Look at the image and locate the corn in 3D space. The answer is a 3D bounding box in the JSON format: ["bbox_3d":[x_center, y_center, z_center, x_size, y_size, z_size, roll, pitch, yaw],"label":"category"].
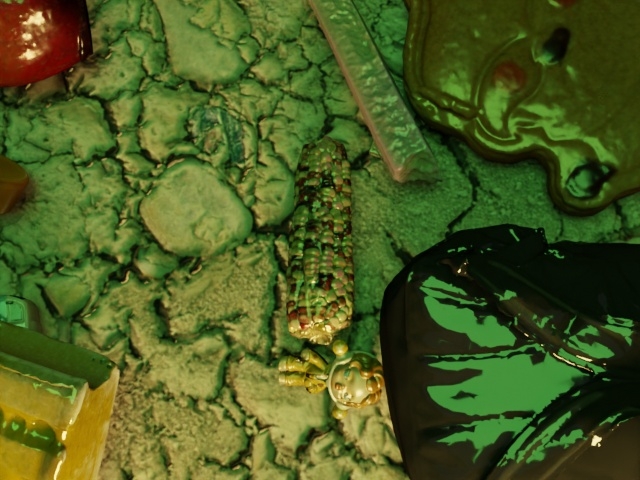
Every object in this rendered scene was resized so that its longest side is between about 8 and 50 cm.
[{"bbox_3d":[0.000,0.000,1.144,0.092,0.092,0.281,-1,72,5],"label":"corn"}]

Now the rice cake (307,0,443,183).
[{"bbox_3d":[0.058,-0.246,1.188,0.064,0.070,0.399,-27,70,7],"label":"rice cake"}]

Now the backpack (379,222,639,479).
[{"bbox_3d":[0.300,0.151,1.000,0.445,0.255,0.364,-8,82,0],"label":"backpack"}]

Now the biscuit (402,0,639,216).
[{"bbox_3d":[0.316,-0.255,1.178,0.455,0.078,0.350,34,74,11],"label":"biscuit"}]

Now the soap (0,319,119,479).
[{"bbox_3d":[-0.444,0.243,1.046,0.334,0.156,0.294,15,98,9],"label":"soap"}]

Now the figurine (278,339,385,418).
[{"bbox_3d":[0.017,0.181,1.109,0.143,0.068,0.101,-20,97,20],"label":"figurine"}]

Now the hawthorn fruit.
[{"bbox_3d":[-0.445,-0.320,1.204,0.249,0.215,0.215,-29,76,5],"label":"hawthorn fruit"}]

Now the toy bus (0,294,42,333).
[{"bbox_3d":[-0.419,0.134,1.156,0.074,0.060,0.123,-7,78,0],"label":"toy bus"}]

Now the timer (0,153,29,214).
[{"bbox_3d":[-0.499,-0.045,1.190,0.132,0.132,0.152,28,103,11],"label":"timer"}]

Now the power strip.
[{"bbox_3d":[0.111,-0.175,1.206,0.050,0.019,0.136,16,78,11],"label":"power strip"}]
